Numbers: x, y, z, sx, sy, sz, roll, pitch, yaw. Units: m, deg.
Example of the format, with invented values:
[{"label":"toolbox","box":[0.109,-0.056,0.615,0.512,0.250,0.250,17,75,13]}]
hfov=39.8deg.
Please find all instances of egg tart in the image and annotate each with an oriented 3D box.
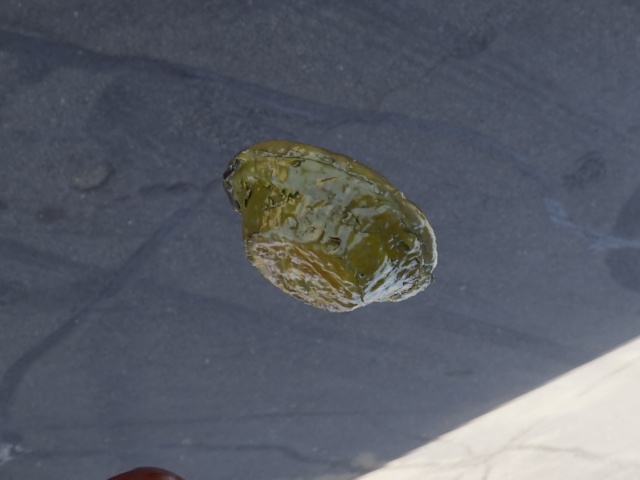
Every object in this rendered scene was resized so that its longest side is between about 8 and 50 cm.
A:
[{"label":"egg tart","box":[-0.001,-0.001,1.249,0.341,0.132,0.341,22,152,12]}]

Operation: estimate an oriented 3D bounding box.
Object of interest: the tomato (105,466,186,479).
[{"label":"tomato","box":[-0.171,0.300,0.800,0.187,0.151,0.187,-32,160,-13]}]
